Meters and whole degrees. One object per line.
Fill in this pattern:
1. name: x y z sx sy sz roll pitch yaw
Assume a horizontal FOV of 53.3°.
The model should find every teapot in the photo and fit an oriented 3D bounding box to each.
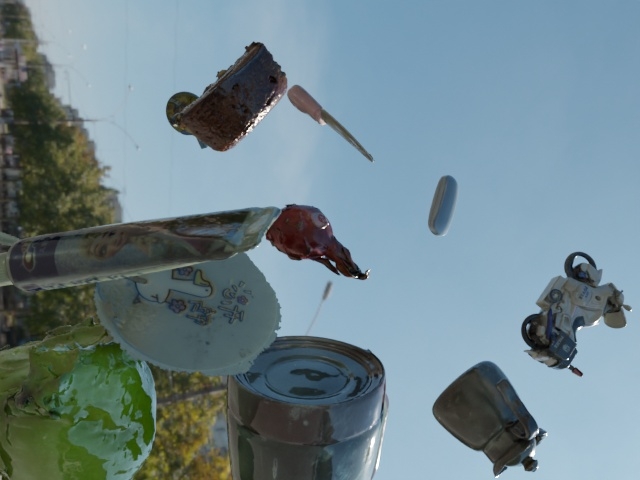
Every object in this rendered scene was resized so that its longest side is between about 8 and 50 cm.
1. teapot: 0.475 0.458 1.652 0.285 0.223 0.305 50 -49 27
2. teapot: -0.002 0.322 0.996 0.233 0.315 0.312 18 -69 40

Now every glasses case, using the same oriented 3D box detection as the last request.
1. glasses case: 0.337 -0.096 1.744 0.045 0.067 0.178 -7 -123 48

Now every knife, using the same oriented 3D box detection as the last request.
1. knife: 0.022 -0.286 1.507 0.336 0.043 0.081 43 -7 39

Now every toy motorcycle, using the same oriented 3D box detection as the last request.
1. toy motorcycle: 0.449 0.135 1.118 0.150 0.221 0.102 41 -17 1

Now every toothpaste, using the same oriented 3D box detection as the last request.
1. toothpaste: -0.132 0.007 0.415 0.062 0.216 0.037 -70 148 -58

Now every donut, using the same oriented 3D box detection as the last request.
1. donut: -0.161 -0.255 1.180 0.144 0.126 0.186 -5 -133 56

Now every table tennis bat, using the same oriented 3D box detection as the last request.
1. table tennis bat: -0.320 -0.295 1.577 0.019 0.100 0.155 -112 179 -56

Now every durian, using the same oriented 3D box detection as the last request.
1. durian: -0.336 0.237 0.843 0.256 0.204 0.340 8 -53 24

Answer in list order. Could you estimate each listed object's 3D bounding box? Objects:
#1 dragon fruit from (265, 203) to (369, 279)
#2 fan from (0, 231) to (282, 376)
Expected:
1. dragon fruit: 0.000 0.000 1.026 0.094 0.190 0.094 -63 175 -9
2. fan: -0.243 0.042 0.784 0.233 0.414 0.012 -84 -163 -49
